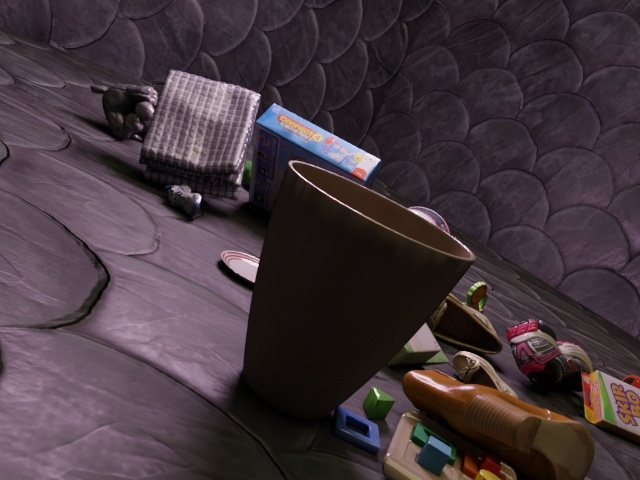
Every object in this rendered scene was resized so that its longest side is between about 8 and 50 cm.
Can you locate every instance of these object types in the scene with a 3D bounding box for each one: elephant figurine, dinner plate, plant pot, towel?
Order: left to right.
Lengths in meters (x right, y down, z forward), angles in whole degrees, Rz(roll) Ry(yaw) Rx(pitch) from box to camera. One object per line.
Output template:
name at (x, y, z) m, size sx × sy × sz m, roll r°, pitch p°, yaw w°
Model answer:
elephant figurine at (-0.490, -0.336, 1.875) m, size 0.170 × 0.185 × 0.239 m, roll -14°, pitch -8°, yaw 11°
towel at (-0.275, -0.252, 1.563) m, size 0.235 × 0.121 × 0.283 m, roll 14°, pitch 59°, yaw -8°
dinner plate at (-0.122, 0.060, 1.250) m, size 0.141 × 0.017 × 0.141 m, roll 25°, pitch 12°, yaw -6°
plant pot at (0.016, 0.078, 0.857) m, size 0.257 × 0.274 × 0.256 m, roll 25°, pitch 13°, yaw -6°

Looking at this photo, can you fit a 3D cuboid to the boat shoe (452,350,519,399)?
boat shoe at (0.295, 0.257, 1.237) m, size 0.048 × 0.056 × 0.153 m, roll 21°, pitch 20°, yaw -47°

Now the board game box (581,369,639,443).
board game box at (0.684, 0.378, 1.467) m, size 0.260 × 0.039 × 0.124 m, roll 23°, pitch 47°, yaw -10°

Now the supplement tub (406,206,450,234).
supplement tub at (0.262, 0.002, 1.897) m, size 0.191 × 0.191 × 0.272 m, roll 30°, pitch 13°, yaw 13°

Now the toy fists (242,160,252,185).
toy fists at (-0.117, -0.171, 2.048) m, size 0.142 × 0.096 × 0.279 m, roll 23°, pitch 10°, yaw 31°

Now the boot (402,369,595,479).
boot at (0.269, 0.274, 1.020) m, size 0.295 × 0.104 × 0.211 m, roll 35°, pitch -11°, yaw -40°

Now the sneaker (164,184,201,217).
sneaker at (-0.297, -0.085, 1.430) m, size 0.058 × 0.052 × 0.135 m, roll 7°, pitch 14°, yaw -33°

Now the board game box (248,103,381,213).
board game box at (-0.027, -0.148, 1.697) m, size 0.302 × 0.308 × 0.086 m, roll 30°, pitch 56°, yaw 10°

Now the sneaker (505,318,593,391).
sneaker at (0.507, 0.283, 1.491) m, size 0.299 × 0.121 × 0.112 m, roll 30°, pitch 44°, yaw -36°

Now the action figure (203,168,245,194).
action figure at (-0.271, -0.205, 1.696) m, size 0.164 × 0.275 × 0.141 m, roll 5°, pitch -31°, yaw 11°

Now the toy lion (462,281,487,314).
toy lion at (0.423, 0.156, 1.822) m, size 0.100 × 0.096 × 0.034 m, roll 14°, pitch 18°, yaw -49°

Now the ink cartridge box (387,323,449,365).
ink cartridge box at (0.166, 0.149, 1.266) m, size 0.235 × 0.056 × 0.171 m, roll 9°, pitch 46°, yaw -51°

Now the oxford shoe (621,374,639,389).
oxford shoe at (0.838, 0.417, 1.639) m, size 0.098 × 0.096 × 0.271 m, roll 31°, pitch 11°, yaw -11°

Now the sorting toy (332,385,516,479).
sorting toy at (0.180, 0.290, 0.864) m, size 0.348 × 0.047 × 0.196 m, roll 30°, pitch 12°, yaw 11°

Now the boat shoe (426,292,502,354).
boat shoe at (0.272, 0.163, 1.454) m, size 0.285 × 0.104 × 0.089 m, roll 24°, pitch 10°, yaw -19°
